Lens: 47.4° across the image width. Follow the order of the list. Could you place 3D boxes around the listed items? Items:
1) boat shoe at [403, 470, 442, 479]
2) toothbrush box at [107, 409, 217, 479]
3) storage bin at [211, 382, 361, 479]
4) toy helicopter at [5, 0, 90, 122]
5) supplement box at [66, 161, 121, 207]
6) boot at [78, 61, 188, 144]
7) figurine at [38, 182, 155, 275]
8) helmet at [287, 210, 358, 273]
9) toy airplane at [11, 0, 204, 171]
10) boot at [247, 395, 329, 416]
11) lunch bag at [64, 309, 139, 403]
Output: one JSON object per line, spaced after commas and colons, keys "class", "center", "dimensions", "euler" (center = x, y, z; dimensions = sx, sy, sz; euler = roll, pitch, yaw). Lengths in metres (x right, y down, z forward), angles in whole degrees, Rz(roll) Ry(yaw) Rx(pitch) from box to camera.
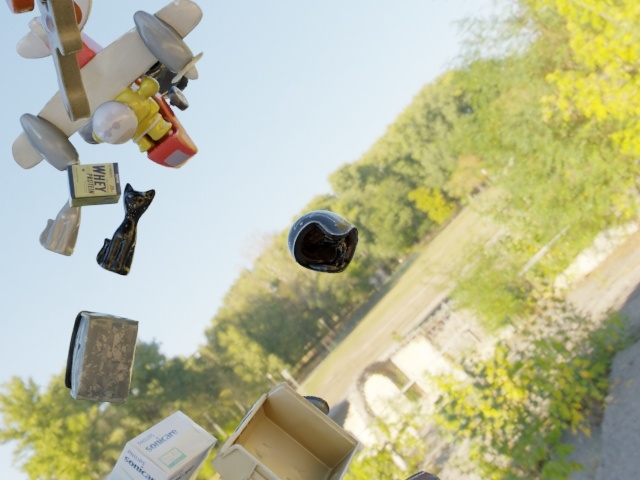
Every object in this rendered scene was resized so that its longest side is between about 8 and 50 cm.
{"class": "boat shoe", "center": [0.169, 0.487, 1.097], "dimensions": [0.122, 0.324, 0.120], "euler": [-19, 18, -14]}
{"class": "toothbrush box", "center": [-0.389, 0.562, 1.647], "dimensions": [0.296, 0.126, 0.216], "euler": [-62, -15, 14]}
{"class": "storage bin", "center": [-0.077, 0.498, 1.692], "dimensions": [0.123, 0.260, 0.262], "euler": [-53, -4, 29]}
{"class": "toy helicopter", "center": [-0.432, -0.351, 1.177], "dimensions": [0.140, 0.235, 0.355], "euler": [-22, -37, -23]}
{"class": "supplement box", "center": [-0.384, -0.094, 1.236], "dimensions": [0.083, 0.056, 0.083], "euler": [-7, -6, -21]}
{"class": "boot", "center": [-0.502, -0.359, 1.783], "dimensions": [0.338, 0.118, 0.222], "euler": [-34, -3, 12]}
{"class": "figurine", "center": [-0.504, -0.051, 1.654], "dimensions": [0.092, 0.214, 0.210], "euler": [171, 119, -79]}
{"class": "helmet", "center": [0.000, 0.000, 1.879], "dimensions": [0.169, 0.161, 0.169], "euler": [-52, -28, -44]}
{"class": "toy airplane", "center": [-0.427, -0.301, 1.465], "dimensions": [0.384, 0.272, 0.386], "euler": [0, -52, -16]}
{"class": "boot", "center": [-0.099, 0.492, 1.872], "dimensions": [0.246, 0.083, 0.161], "euler": [-15, 24, 18]}
{"class": "lunch bag", "center": [-0.629, 0.324, 2.078], "dimensions": [0.287, 0.168, 0.235], "euler": [171, 108, -66]}
